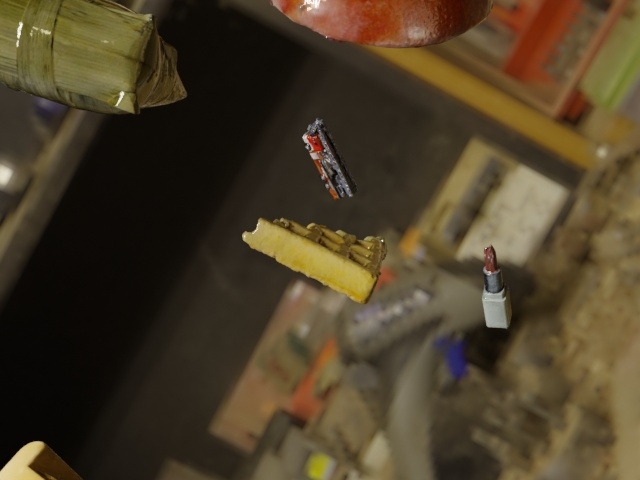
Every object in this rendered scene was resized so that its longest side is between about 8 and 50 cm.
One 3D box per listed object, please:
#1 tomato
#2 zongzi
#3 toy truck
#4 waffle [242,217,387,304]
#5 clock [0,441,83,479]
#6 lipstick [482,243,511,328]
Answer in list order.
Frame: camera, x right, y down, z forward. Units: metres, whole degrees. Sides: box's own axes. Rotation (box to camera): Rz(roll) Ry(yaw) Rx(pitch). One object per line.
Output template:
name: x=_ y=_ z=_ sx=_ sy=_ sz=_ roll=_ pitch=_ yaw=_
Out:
tomato: x=0.065 y=-0.356 z=2.194 sx=0.309 sy=0.309 sz=0.170 roll=-78 pitch=0 yaw=-55
zongzi: x=-0.221 y=-0.165 z=1.682 sx=0.204 sy=0.205 sz=0.094 roll=-2 pitch=-72 yaw=-82
toy truck: x=0.008 y=-0.078 z=1.867 sx=0.024 sy=0.083 sz=0.032 roll=-40 pitch=23 yaw=-31
waffle: x=0.000 y=0.000 z=1.692 sx=0.191 sy=0.125 sz=0.032 roll=-75 pitch=9 yaw=-78
clock: x=-0.168 y=0.346 z=1.716 sx=0.244 sy=0.317 sz=0.200 roll=34 pitch=82 yaw=38
lipstick: x=0.180 y=0.045 z=2.049 sx=0.025 sy=0.025 sz=0.107 roll=-72 pitch=-22 yaw=-44
